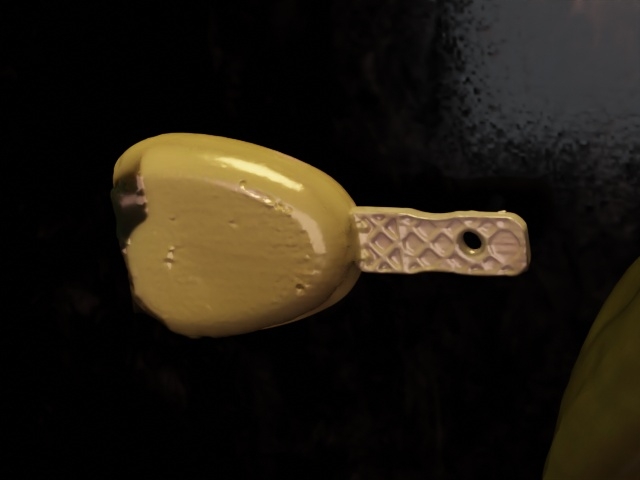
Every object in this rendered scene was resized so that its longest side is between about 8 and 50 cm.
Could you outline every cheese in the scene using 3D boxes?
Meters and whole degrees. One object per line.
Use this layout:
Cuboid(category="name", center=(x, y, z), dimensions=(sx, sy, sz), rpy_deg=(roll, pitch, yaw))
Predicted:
Cuboid(category="cheese", center=(0.000, 0.000, 1.029), dimensions=(0.251, 0.054, 0.127), rpy_deg=(2, 117, 24))

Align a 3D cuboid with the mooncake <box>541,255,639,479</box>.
Cuboid(category="mooncake", center=(0.292, 0.127, 0.874), dimensions=(0.356, 0.194, 0.356), rpy_deg=(10, 116, 21))
